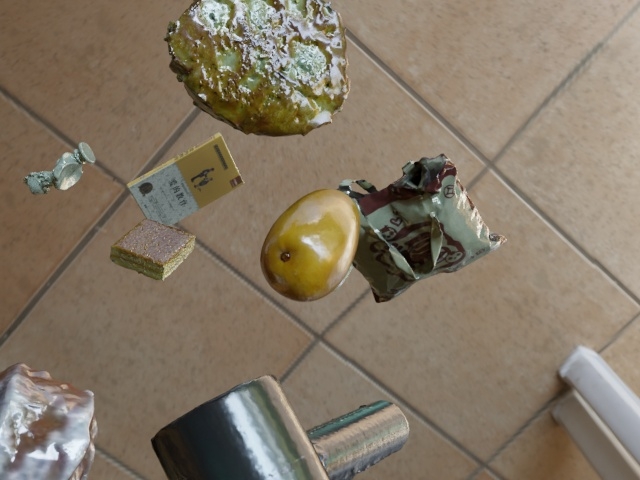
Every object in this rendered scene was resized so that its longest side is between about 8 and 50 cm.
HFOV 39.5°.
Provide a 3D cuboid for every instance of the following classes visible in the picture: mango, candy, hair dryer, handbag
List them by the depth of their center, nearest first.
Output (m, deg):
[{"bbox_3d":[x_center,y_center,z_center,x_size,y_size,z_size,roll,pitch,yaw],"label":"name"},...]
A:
[{"bbox_3d":[0.023,0.230,0.762,0.116,0.302,0.244,-37,75,30],"label":"hair dryer"},{"bbox_3d":[0.000,0.000,0.917,0.084,0.184,0.102,16,113,18],"label":"mango"},{"bbox_3d":[-0.353,0.263,1.001,0.157,0.214,0.289,27,130,-14],"label":"candy"},{"bbox_3d":[0.124,-0.016,1.224,0.212,0.127,0.235,-22,136,18],"label":"handbag"}]

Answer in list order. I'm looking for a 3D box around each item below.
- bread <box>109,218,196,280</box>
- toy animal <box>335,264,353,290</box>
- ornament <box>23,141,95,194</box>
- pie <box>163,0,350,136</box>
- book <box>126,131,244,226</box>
[{"bbox_3d":[-0.240,0.011,1.277,0.090,0.094,0.035,19,124,14],"label":"bread"},{"bbox_3d":[0.076,0.010,1.512,0.075,0.217,0.041,-17,119,34],"label":"toy animal"},{"bbox_3d":[-0.328,-0.086,1.128,0.092,0.068,0.041,-28,87,-17],"label":"ornament"},{"bbox_3d":[-0.105,-0.333,1.602,0.354,0.103,0.289,24,83,-25],"label":"pie"},{"bbox_3d":[-0.218,-0.092,1.456,0.172,0.012,0.118,-31,138,-8],"label":"book"}]
